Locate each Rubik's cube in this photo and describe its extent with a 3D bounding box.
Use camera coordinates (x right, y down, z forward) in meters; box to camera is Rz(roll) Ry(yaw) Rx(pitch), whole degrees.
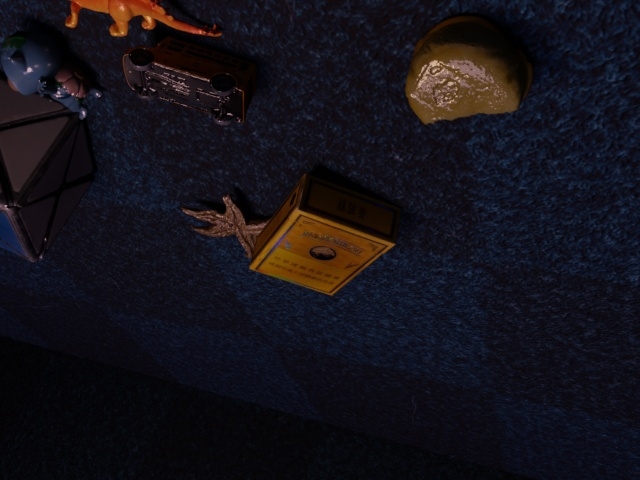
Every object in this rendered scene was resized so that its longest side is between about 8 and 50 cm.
[{"bbox_3d":[-0.624,-0.148,1.372,0.260,0.255,0.259,25,153,-1],"label":"Rubik's cube"}]

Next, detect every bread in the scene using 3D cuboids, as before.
[{"bbox_3d":[0.181,-0.214,0.873,0.156,0.086,0.125,0,135,28],"label":"bread"}]

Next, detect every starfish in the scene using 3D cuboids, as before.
[{"bbox_3d":[-0.185,-0.032,1.475,0.227,0.043,0.240,10,148,19],"label":"starfish"}]

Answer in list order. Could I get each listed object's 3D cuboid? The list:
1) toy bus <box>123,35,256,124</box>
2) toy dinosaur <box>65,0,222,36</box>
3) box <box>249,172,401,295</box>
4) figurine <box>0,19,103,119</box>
[{"bbox_3d":[-0.199,-0.253,1.067,0.194,0.088,0.083,18,151,3],"label":"toy bus"},{"bbox_3d":[-0.284,-0.350,0.986,0.288,0.070,0.117,14,150,5],"label":"toy dinosaur"},{"bbox_3d":[0.000,0.000,1.331,0.193,0.084,0.301,18,152,-15],"label":"box"},{"bbox_3d":[-0.479,-0.282,1.203,0.144,0.114,0.178,-3,151,40],"label":"figurine"}]
